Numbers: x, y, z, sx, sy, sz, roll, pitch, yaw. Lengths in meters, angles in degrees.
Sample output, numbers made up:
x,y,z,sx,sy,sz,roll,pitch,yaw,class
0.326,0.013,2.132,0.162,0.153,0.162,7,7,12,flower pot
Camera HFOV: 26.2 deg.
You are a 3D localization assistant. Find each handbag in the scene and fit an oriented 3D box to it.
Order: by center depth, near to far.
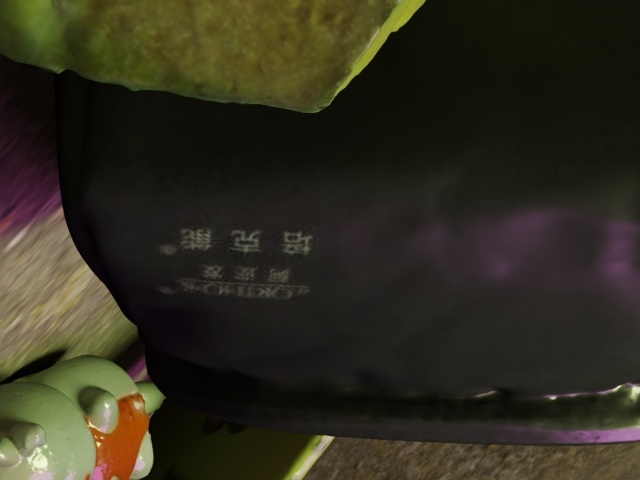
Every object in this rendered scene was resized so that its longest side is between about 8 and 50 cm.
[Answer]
x,y,z,sx,sy,sz,roll,pitch,yaw,class
0.046,-0.003,0.570,0.301,0.178,0.275,2,158,-5,handbag

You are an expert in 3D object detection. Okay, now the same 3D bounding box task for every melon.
x,y,z,sx,sy,sz,roll,pitch,yaw,class
0.041,-0.150,0.435,0.196,0.124,0.323,-41,180,32,melon

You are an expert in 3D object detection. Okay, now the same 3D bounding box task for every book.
x,y,z,sx,sy,sz,roll,pitch,yaw,class
-0.008,0.072,1.028,0.352,0.035,0.239,-51,-157,-6,book

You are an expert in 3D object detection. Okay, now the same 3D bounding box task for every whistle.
x,y,z,sx,sy,sz,roll,pitch,yaw,class
-0.170,0.130,0.889,0.101,0.106,0.253,-3,-176,18,whistle
